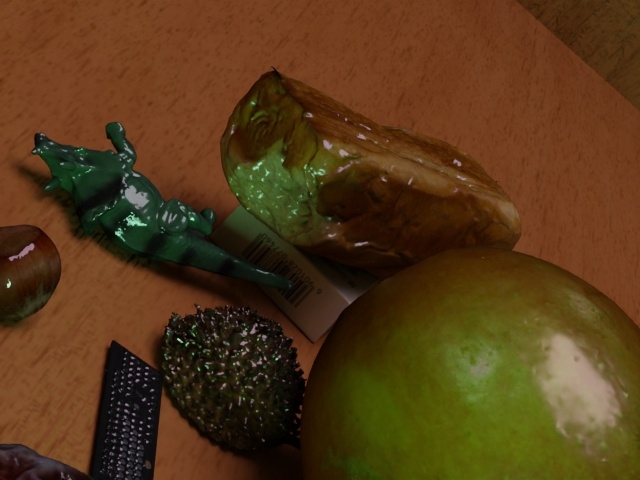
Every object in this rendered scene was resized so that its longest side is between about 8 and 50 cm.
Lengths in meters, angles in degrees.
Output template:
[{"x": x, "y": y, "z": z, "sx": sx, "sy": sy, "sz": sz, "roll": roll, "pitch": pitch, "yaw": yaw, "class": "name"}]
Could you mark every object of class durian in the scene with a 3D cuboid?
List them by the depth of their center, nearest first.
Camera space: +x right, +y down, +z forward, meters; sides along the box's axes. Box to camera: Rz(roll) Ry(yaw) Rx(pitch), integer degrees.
[{"x": -0.061, "y": 0.124, "z": 1.555, "sx": 0.188, "sy": 0.091, "sz": 0.148, "roll": 49, "pitch": 25, "yaw": 0, "class": "durian"}]

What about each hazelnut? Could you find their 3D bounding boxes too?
[{"x": -0.263, "y": 0.026, "z": 1.434, "sx": 0.086, "sy": 0.086, "sz": 0.086, "roll": 34, "pitch": 26, "yaw": -19, "class": "hazelnut"}]

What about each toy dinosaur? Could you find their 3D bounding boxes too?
[{"x": -0.163, "y": -0.029, "z": 1.668, "sx": 0.292, "sy": 0.079, "sz": 0.120, "roll": 26, "pitch": 35, "yaw": -29, "class": "toy dinosaur"}]

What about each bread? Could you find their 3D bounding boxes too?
[{"x": 0.050, "y": -0.047, "z": 1.771, "sx": 0.344, "sy": 0.149, "sz": 0.195, "roll": 20, "pitch": 23, "yaw": -38, "class": "bread"}]

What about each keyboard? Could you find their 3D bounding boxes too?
[{"x": -0.166, "y": 0.160, "z": 1.437, "sx": 0.064, "sy": 0.010, "sz": 0.198, "roll": 35, "pitch": 26, "yaw": -22, "class": "keyboard"}]

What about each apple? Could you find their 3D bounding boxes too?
[{"x": 0.152, "y": 0.191, "z": 1.498, "sx": 0.374, "sy": 0.374, "sz": 0.384, "roll": 52, "pitch": -7, "yaw": 19, "class": "apple"}]

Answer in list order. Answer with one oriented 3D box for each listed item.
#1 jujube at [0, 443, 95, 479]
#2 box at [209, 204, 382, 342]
[{"x": -0.218, "y": 0.248, "z": 0.981, "sx": 0.226, "sy": 0.226, "sz": 0.317, "roll": 40, "pitch": 22, "yaw": -7, "class": "jujube"}, {"x": 0.000, "y": 0.000, "z": 1.875, "sx": 0.164, "sy": 0.069, "sz": 0.256, "roll": 46, "pitch": 25, "yaw": 4, "class": "box"}]
